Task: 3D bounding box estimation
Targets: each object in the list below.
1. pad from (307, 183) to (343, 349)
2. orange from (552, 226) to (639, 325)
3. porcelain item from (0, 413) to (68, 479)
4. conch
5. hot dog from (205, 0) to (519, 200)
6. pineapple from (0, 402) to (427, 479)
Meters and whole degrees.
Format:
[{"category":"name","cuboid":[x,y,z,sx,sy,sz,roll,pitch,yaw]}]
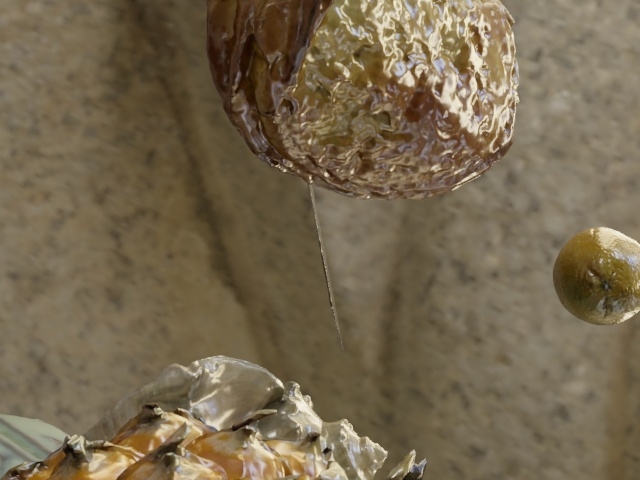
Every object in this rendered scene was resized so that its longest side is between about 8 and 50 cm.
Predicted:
[{"category":"pad","cuboid":[0.000,0.000,1.678,0.003,0.235,0.158,-11,79,0]},{"category":"orange","cuboid":[0.238,0.032,1.687,0.095,0.085,0.085,-53,153,-75]},{"category":"porcelain item","cuboid":[-0.174,0.248,1.047,0.157,0.281,0.286,3,99,-35]},{"category":"conch","cuboid":[-0.106,0.216,1.572,0.324,0.186,0.263,-30,133,-3]},{"category":"hot dog","cuboid":[0.017,-0.118,1.141,0.259,0.114,0.175,35,55,-55]},{"category":"pineapple","cuboid":[-0.037,0.137,0.513,0.161,0.137,0.176,23,100,-7]}]
